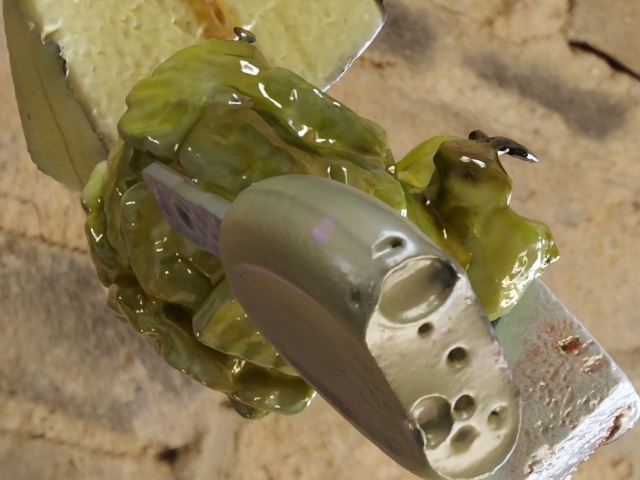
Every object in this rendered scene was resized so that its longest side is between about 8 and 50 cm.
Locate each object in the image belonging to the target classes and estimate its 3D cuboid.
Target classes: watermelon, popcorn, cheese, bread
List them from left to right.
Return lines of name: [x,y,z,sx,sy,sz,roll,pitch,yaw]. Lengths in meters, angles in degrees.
bread: [-0.071,-0.146,1.006,0.240,0.135,0.178,-47,-24,-27]
cheese: [-0.010,0.010,0.541,0.037,0.192,0.097,-36,-59,-15]
popcorn: [-0.008,-0.003,0.769,0.195,0.168,0.173,-2,-72,-41]
watermelon: [0.205,0.108,1.604,0.213,0.320,0.289,8,-43,5]
